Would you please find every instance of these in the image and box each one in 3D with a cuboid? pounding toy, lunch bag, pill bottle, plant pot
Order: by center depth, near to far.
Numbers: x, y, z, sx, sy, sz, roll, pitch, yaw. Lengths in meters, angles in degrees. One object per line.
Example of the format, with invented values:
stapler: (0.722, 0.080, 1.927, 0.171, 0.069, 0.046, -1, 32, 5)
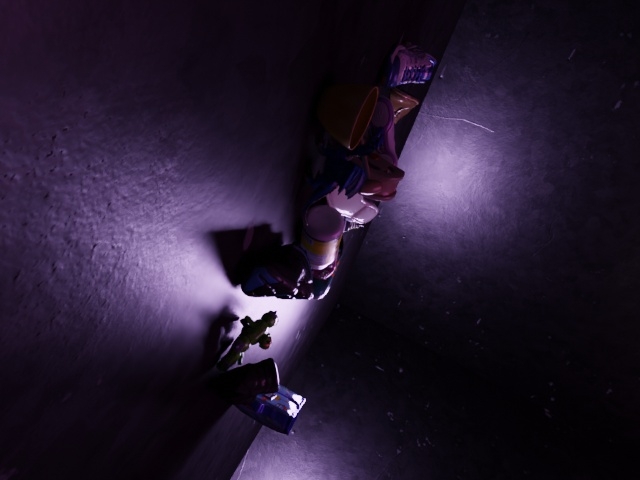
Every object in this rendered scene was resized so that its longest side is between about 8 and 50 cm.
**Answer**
plant pot: (0.048, -0.269, 0.856, 0.134, 0.095, 0.134, -60, 169, -19)
pounding toy: (0.147, -0.211, 1.114, 0.269, 0.154, 0.155, -104, -155, -46)
pill bottle: (0.000, 0.000, 1.231, 0.117, 0.117, 0.215, -58, 169, -31)
lunch bag: (-0.182, 0.523, 1.315, 0.138, 0.221, 0.293, -62, 170, -15)

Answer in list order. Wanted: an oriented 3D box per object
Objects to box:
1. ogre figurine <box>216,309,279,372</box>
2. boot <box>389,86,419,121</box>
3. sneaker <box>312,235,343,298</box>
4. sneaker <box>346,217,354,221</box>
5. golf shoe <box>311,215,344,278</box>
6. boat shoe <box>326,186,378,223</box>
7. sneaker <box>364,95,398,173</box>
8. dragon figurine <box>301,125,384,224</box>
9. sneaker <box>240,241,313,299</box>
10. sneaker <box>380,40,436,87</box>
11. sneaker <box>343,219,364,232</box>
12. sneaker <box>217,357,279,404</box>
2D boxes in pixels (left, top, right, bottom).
ogre figurine: (-0.172, 0.241, 1.038, 0.197, 0.097, 0.118, -18, 158, -30)
boot: (0.297, -0.504, 1.564, 0.115, 0.112, 0.305, -55, 175, 14)
sneaker: (0.016, 0.086, 1.608, 0.121, 0.108, 0.302, 105, 7, -45)
sneaker: (0.154, -0.191, 1.713, 0.086, 0.085, 0.237, 22, -88, 67)
golf shoe: (0.026, 0.012, 1.430, 0.306, 0.115, 0.140, 107, 10, -46)
boat shoe: (0.084, -0.146, 1.313, 0.116, 0.099, 0.319, -38, 151, 14)
sneaker: (0.196, -0.303, 1.338, 0.152, 0.114, 0.305, -57, 151, -72)
dragon figurine: (0.047, -0.150, 0.975, 0.289, 0.144, 0.085, -66, 158, 8)
sneaker: (-0.100, 0.068, 0.992, 0.341, 0.125, 0.140, 47, 42, -77)
sneaker: (0.284, -0.544, 1.293, 0.296, 0.131, 0.112, -53, 167, -43)
sneaker: (0.155, -0.092, 1.867, 0.235, 0.097, 0.084, -50, 162, -55)
sneaker: (-0.217, 0.374, 1.087, 0.130, 0.109, 0.286, 0, 152, -32)
